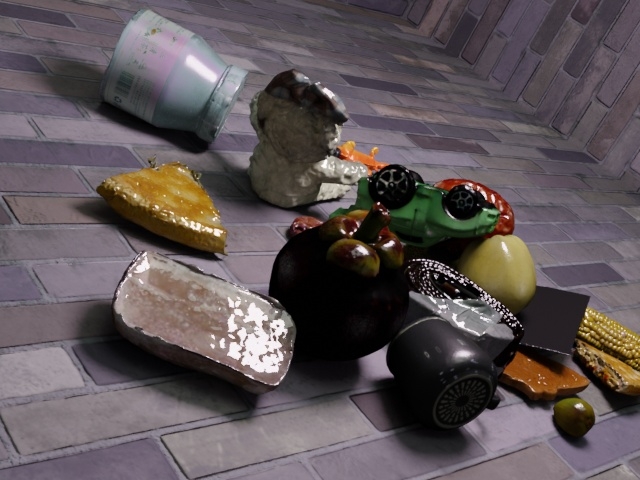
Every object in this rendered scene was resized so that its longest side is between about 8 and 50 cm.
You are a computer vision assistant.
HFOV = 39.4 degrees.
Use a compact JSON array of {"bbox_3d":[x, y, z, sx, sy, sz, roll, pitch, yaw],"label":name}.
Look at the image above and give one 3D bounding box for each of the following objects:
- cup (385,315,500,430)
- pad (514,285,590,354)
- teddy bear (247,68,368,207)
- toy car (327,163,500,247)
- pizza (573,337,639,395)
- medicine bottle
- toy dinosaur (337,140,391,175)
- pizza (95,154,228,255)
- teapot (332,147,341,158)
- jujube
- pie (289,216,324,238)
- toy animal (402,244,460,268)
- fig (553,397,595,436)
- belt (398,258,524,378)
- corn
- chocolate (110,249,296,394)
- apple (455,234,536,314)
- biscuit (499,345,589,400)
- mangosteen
[{"bbox_3d":[0.231,0.246,1.625,0.223,0.169,0.176,27,14,-38],"label":"cup"},{"bbox_3d":[0.480,0.165,2.073,0.248,0.007,0.367,13,21,19],"label":"pad"},{"bbox_3d":[-0.015,-0.257,2.061,0.327,0.362,0.375,36,32,13],"label":"teddy bear"},{"bbox_3d":[0.219,-0.068,2.033,0.359,0.176,0.213,18,6,14],"label":"toy car"},{"bbox_3d":[0.650,0.295,2.041,0.199,0.062,0.188,39,15,35],"label":"pizza"},{"bbox_3d":[-0.340,-0.376,2.115,0.290,0.245,0.245,26,26,-7],"label":"medicine bottle"},{"bbox_3d":[0.072,-0.225,2.433,0.288,0.070,0.117,16,28,-12],"label":"toy dinosaur"},{"bbox_3d":[-0.289,-0.079,1.814,0.280,0.075,0.287,29,24,-7],"label":"pizza"},{"bbox_3d":[-0.004,-0.231,2.347,0.177,0.087,0.096,33,22,12],"label":"teapot"},{"bbox_3d":[0.357,-0.048,2.226,0.232,0.213,0.213,29,26,1],"label":"jujube"},{"bbox_3d":[0.000,0.000,1.981,0.154,0.038,0.153,25,26,-13],"label":"pie"},{"bbox_3d":[0.252,0.046,2.102,0.181,0.073,0.136,42,36,21],"label":"toy animal"},{"bbox_3d":[0.503,0.349,1.788,0.074,0.074,0.088,5,15,-39],"label":"fig"},{"bbox_3d":[0.265,0.150,1.795,0.289,0.164,0.184,35,34,25],"label":"belt"},{"bbox_3d":[0.723,0.262,2.132,0.292,0.101,0.101,33,26,7],"label":"corn"},{"bbox_3d":[-0.192,0.144,1.459,0.303,0.100,0.185,22,37,-6],"label":"chocolate"},{"bbox_3d":[0.392,0.083,2.013,0.200,0.200,0.200,22,26,-12],"label":"apple"},{"bbox_3d":[0.442,0.276,1.887,0.280,0.043,0.183,17,30,-19],"label":"biscuit"},{"bbox_3d":[0.047,0.064,1.600,0.275,0.302,0.275,20,26,-11],"label":"mangosteen"}]
